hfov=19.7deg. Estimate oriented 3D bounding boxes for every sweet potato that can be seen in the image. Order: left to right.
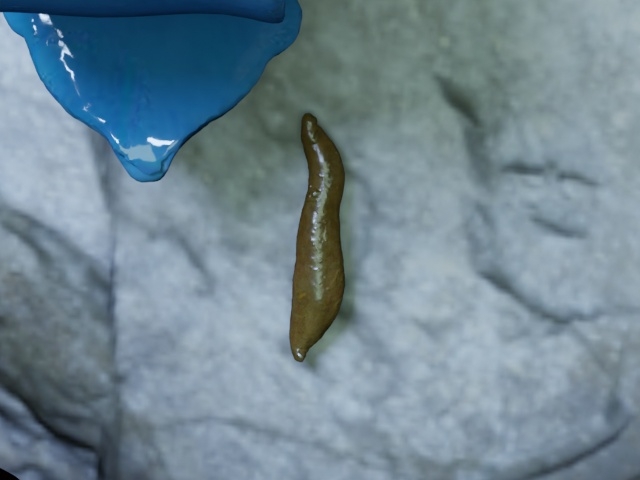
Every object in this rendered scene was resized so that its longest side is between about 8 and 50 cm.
[{"bbox_3d":[0.000,0.000,0.834,0.026,0.026,0.115,4,100,-3],"label":"sweet potato"}]

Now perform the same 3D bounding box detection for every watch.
[{"bbox_3d":[-0.081,-0.164,0.665,0.241,0.274,0.305,-2,98,-2],"label":"watch"}]

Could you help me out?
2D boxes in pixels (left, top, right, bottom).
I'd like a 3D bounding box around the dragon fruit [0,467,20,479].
[{"bbox_3d":[-0.191,0.228,0.734,0.329,0.329,0.329,0,103,-2],"label":"dragon fruit"}]
